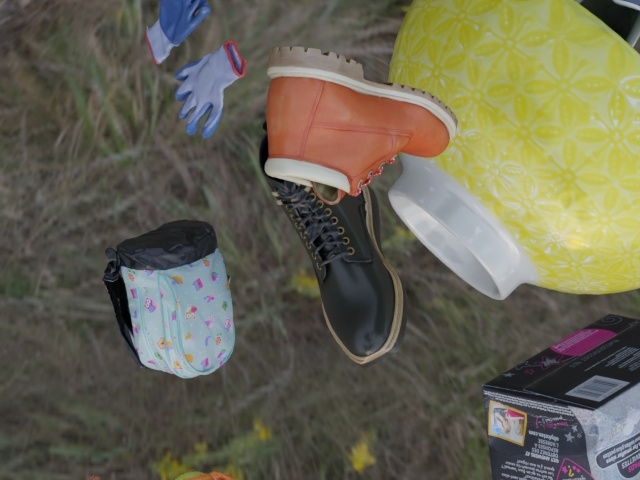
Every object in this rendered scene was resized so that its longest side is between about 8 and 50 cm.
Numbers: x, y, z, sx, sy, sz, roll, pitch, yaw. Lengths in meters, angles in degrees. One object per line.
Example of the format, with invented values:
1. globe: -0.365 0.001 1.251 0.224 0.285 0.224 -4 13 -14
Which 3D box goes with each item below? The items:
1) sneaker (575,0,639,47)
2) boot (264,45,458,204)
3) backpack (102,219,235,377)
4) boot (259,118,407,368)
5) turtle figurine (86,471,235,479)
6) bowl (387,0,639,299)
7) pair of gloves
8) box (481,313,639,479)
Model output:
1. sneaker: 0.187 -0.151 1.178 0.064 0.192 0.086 14 58 -12
2. boot: 0.023 -0.060 0.995 0.158 0.059 0.085 13 81 -45
3. backpack: -0.176 0.078 1.987 0.152 0.115 0.182 -20 111 -43
4. boot: 0.000 0.000 1.361 0.077 0.198 0.137 -30 139 16
5. turtle figurine: -0.054 0.249 1.191 0.087 0.269 0.217 -38 64 14
6. bowl: 0.141 -0.051 1.176 0.156 0.289 0.289 -46 103 -7
7. pair of gloves: -0.147 -0.224 1.885 0.023 0.159 0.198 -9 70 -35
8. box: 0.324 0.196 1.812 0.247 0.163 0.142 -24 112 -41
